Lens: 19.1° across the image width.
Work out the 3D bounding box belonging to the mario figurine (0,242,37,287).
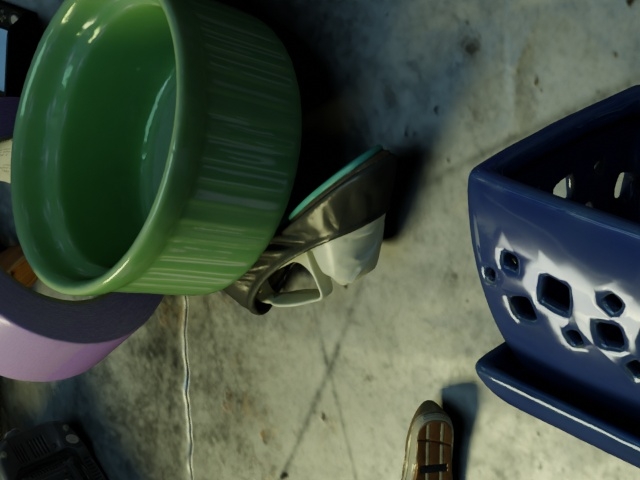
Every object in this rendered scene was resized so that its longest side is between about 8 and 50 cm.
[{"bbox_3d":[-0.446,-0.009,2.145,0.320,0.170,0.198,30,87,20],"label":"mario figurine"}]

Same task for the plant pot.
[{"bbox_3d":[0.262,0.037,1.442,0.236,0.236,0.212,24,124,35],"label":"plant pot"}]

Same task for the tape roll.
[{"bbox_3d":[-0.284,-0.003,1.870,0.090,0.274,0.275,-38,77,41],"label":"tape roll"}]

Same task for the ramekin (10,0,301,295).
[{"bbox_3d":[-0.150,-0.091,1.755,0.303,0.148,0.303,-17,69,51],"label":"ramekin"}]

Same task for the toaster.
[{"bbox_3d":[-0.299,0.322,2.083,0.227,0.129,0.146,56,135,11],"label":"toaster"}]

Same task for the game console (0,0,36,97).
[{"bbox_3d":[-0.340,-0.182,2.006,0.107,0.071,0.122,22,116,35],"label":"game console"}]

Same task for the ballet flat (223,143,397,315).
[{"bbox_3d":[0.000,0.000,1.757,0.280,0.095,0.096,-30,92,52],"label":"ballet flat"}]

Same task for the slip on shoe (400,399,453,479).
[{"bbox_3d":[0.096,0.211,1.762,0.041,0.051,0.135,-110,19,-61],"label":"slip on shoe"}]
